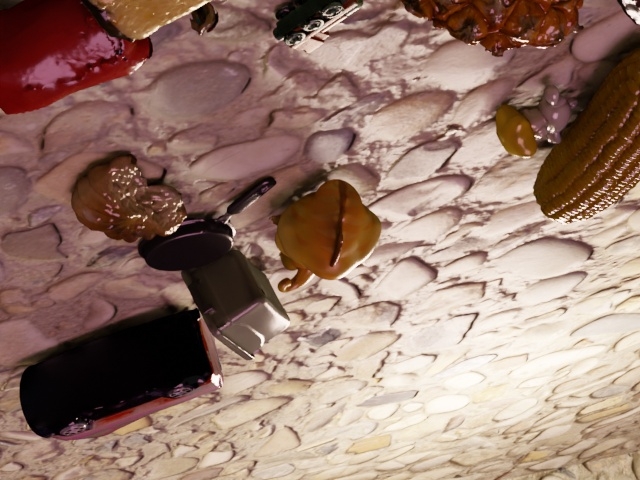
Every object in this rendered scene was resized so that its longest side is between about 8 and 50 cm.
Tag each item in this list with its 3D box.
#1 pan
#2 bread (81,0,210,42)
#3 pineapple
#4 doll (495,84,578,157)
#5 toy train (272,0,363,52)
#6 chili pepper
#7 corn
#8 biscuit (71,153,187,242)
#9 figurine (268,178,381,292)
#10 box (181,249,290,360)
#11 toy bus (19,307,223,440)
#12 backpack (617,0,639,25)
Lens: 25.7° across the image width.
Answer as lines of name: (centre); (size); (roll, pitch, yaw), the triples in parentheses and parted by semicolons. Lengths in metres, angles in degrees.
pan: (-0.144, -0.016, 1.880); (0.235, 0.028, 0.136); (-33, 153, 31)
bread: (-0.103, -0.306, 1.126); (0.264, 0.167, 0.163); (-26, 155, 8)
pineapple: (0.207, -0.280, 1.434); (0.250, 0.140, 0.164); (0, 149, -30)
doll: (0.290, -0.158, 1.845); (0.113, 0.071, 0.135); (-17, 153, -23)
toy train: (0.000, -0.239, 1.485); (0.103, 0.044, 0.064); (-31, 156, 32)
chili pepper: (-0.280, -0.179, 1.348); (0.387, 0.110, 0.110); (-18, 157, 13)
corn: (0.397, -0.135, 1.893); (0.131, 0.131, 0.344); (-8, 157, -21)
biscuit: (-0.240, -0.037, 1.731); (0.118, 0.061, 0.183); (-24, 156, 17)
figurine: (0.000, 0.000, 1.924); (0.156, 0.131, 0.246); (3, 163, -10)
box: (-0.116, 0.089, 2.028); (0.093, 0.124, 0.172); (-31, 156, 5)
toy bus: (-0.300, 0.213, 2.145); (0.303, 0.127, 0.147); (-21, 159, 7)
backpack: (0.392, -0.308, 1.534); (0.165, 0.106, 0.120); (-25, 151, 23)
